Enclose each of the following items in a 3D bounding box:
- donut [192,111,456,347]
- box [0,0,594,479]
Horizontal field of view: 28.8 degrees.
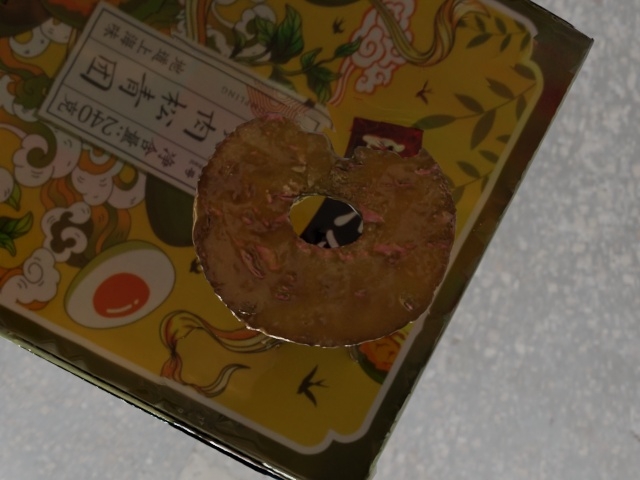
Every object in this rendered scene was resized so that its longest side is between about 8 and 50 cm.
[{"bbox_3d":[0.000,0.000,0.518,0.108,0.043,0.097,22,76,10],"label":"donut"},{"bbox_3d":[-0.078,-0.073,0.875,0.420,0.138,0.373,29,85,-5],"label":"box"}]
